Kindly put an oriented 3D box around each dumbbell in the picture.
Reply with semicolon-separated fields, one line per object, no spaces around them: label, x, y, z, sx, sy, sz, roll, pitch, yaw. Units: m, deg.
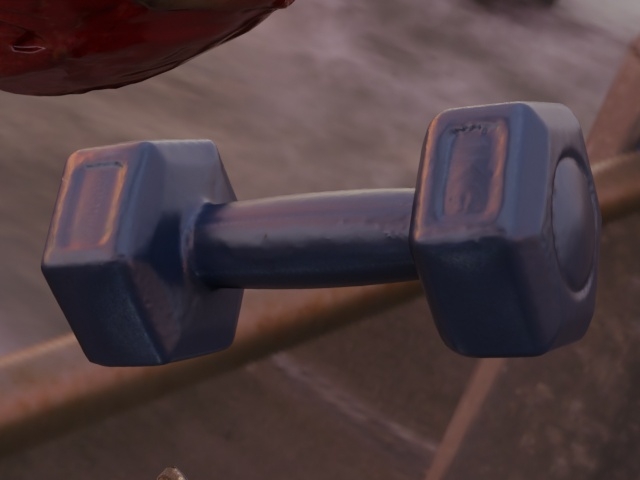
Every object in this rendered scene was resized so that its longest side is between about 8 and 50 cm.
dumbbell;0.000;0.000;0.927;0.325;0.144;0.160;-3;4;27

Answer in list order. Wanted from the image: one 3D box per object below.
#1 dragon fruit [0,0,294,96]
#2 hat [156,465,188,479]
dragon fruit;-0.070;-0.127;0.450;0.172;0.172;0.209;36;58;28
hat;-0.020;0.173;0.471;0.173;0.144;0.166;17;-21;51
